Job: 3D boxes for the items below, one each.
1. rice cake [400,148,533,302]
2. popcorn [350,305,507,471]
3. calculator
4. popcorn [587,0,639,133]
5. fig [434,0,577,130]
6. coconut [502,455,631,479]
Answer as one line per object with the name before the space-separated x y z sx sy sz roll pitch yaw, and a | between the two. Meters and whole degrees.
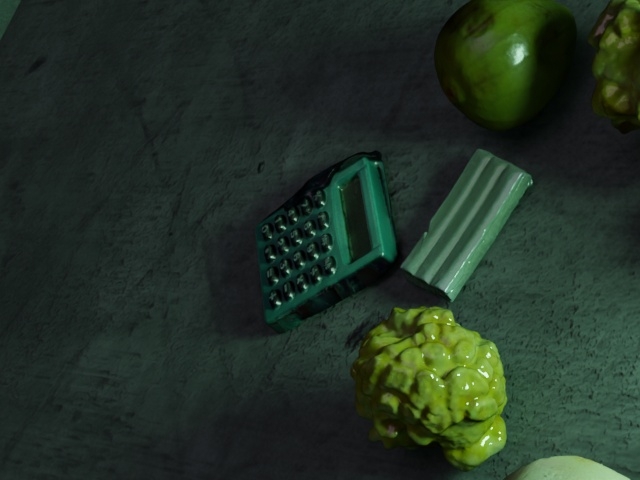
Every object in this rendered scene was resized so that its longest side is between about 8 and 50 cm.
rice cake | 0.219 -0.025 2.156 0.237 0.043 0.127 -54 41 -5
popcorn | 0.146 0.205 1.947 0.235 0.216 0.181 -14 25 43
calculator | 0.000 0.000 2.331 0.274 0.058 0.248 -31 43 24
popcorn | 0.491 -0.237 1.935 0.252 0.215 0.286 -44 37 3
fig | 0.285 -0.289 2.171 0.230 0.207 0.207 -47 40 7
coconut | 0.279 0.371 1.648 0.241 0.241 0.241 -24 47 28
